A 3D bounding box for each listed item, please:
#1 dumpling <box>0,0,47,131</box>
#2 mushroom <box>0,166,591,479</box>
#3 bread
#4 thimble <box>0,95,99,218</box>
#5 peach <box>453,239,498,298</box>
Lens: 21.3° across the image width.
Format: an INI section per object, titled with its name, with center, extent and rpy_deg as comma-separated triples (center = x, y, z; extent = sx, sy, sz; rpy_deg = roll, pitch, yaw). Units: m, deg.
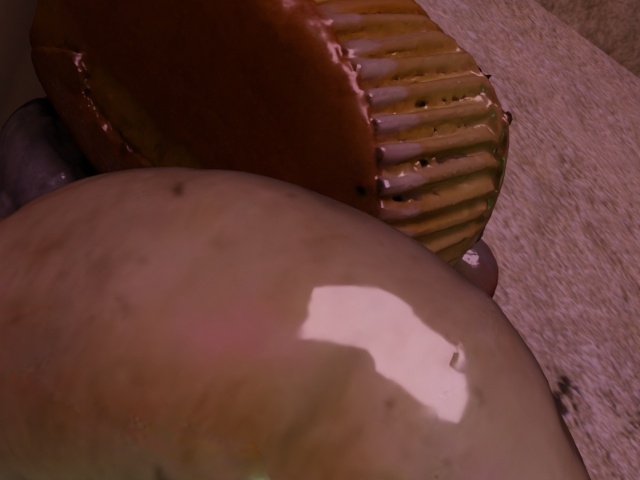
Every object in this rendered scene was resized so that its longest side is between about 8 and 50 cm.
[dumpling]
center = -0.180, -0.171, 1.210
extent = 0.395, 0.233, 0.315
rpy_deg = 46, -18, -7
[mushroom]
center = -0.064, 0.136, 0.795
extent = 0.353, 0.353, 0.325
rpy_deg = 1, 61, -59
[bread]
center = -0.046, -0.078, 0.969
extent = 0.156, 0.204, 0.288
rpy_deg = -15, 57, -47
[thimble]
center = -0.129, 0.036, 1.056
extent = 0.245, 0.157, 0.217
rpy_deg = 46, 18, 5
[peach]
center = 0.130, 0.033, 1.633
extent = 0.083, 0.083, 0.083
rpy_deg = 35, 22, -17
